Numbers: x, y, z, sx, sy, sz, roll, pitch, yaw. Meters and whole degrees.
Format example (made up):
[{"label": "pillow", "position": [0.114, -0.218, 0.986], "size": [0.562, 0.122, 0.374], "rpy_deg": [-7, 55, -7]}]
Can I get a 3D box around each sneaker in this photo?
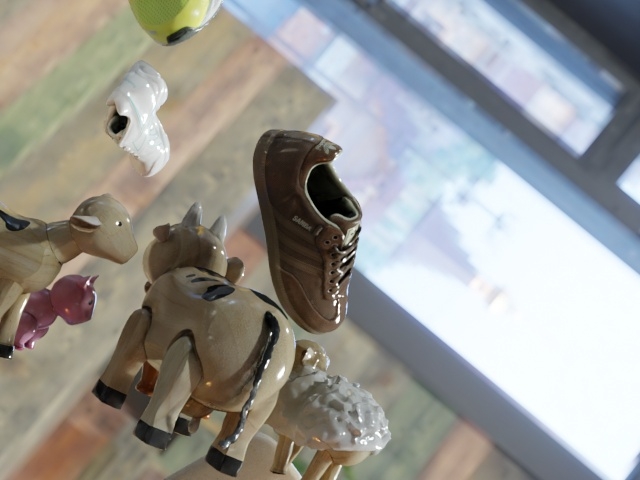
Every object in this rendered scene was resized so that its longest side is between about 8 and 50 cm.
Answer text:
[{"label": "sneaker", "position": [0.000, 0.000, 1.504], "size": [0.066, 0.071, 0.188], "rpy_deg": [-51, 135, -40]}, {"label": "sneaker", "position": [-0.185, -0.110, 1.872], "size": [0.061, 0.053, 0.152], "rpy_deg": [-43, 155, -27]}, {"label": "sneaker", "position": [-0.141, -0.250, 1.557], "size": [0.081, 0.208, 0.094], "rpy_deg": [-25, 147, 16]}]

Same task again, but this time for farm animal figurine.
[{"label": "farm animal figurine", "position": [-0.131, 0.051, 1.511], "size": [0.330, 0.326, 0.172], "rpy_deg": [23, 93, -46]}]

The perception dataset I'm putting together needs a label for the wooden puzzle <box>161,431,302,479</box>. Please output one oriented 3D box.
[{"label": "wooden puzzle", "position": [-0.117, 0.380, 2.007], "size": [0.322, 0.348, 0.080], "rpy_deg": [-30, -147, 2]}]
